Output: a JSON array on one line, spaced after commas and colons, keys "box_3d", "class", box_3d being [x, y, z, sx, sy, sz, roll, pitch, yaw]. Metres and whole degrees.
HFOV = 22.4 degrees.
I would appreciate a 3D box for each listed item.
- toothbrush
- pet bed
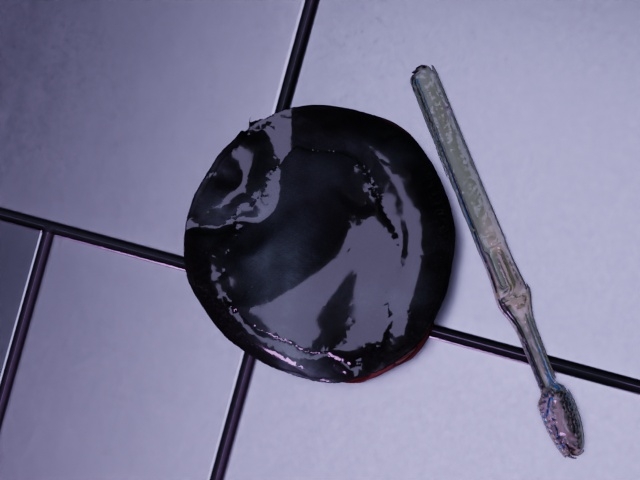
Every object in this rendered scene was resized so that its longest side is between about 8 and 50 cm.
[{"box_3d": [0.121, 0.011, 1.113, 0.026, 0.028, 0.294, -22, 76, 6], "class": "toothbrush"}, {"box_3d": [0.000, 0.000, 1.121, 0.201, 0.053, 0.201, -1, 86, 9], "class": "pet bed"}]
